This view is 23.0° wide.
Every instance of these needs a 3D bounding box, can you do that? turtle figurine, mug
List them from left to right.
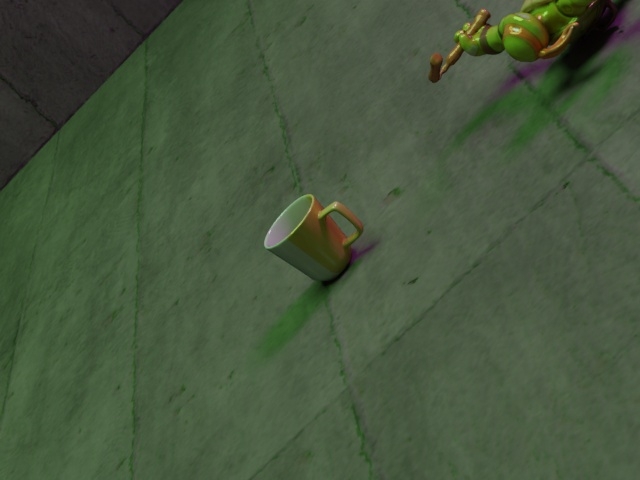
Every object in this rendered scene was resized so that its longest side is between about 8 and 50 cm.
[{"bbox_3d":[-0.003,0.003,1.382,0.062,0.064,0.078,-53,19,-17],"label":"mug"},{"bbox_3d":[0.214,-0.213,1.299,0.217,0.087,0.269,-49,8,-30],"label":"turtle figurine"}]
